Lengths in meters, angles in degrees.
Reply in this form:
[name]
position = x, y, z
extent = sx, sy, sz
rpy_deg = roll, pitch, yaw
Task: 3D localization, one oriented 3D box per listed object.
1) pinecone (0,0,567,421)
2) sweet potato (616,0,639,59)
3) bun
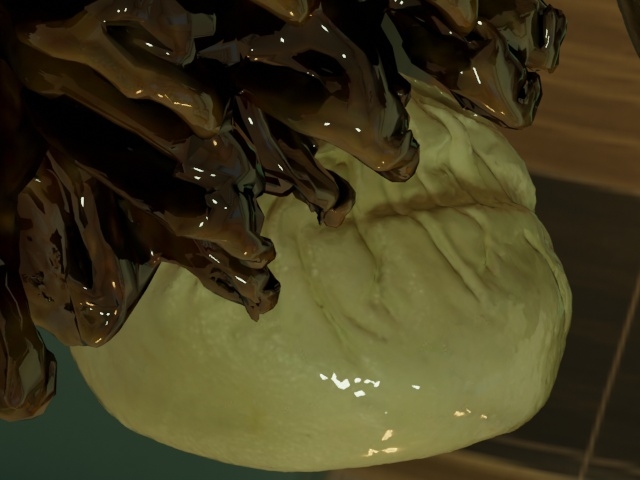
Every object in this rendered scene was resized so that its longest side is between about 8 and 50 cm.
[pinecone]
position = -0.060, -0.096, 0.395
extent = 0.257, 0.243, 0.243
rpy_deg = -38, 110, -5
[sweet potato]
position = 0.146, -0.135, 0.746
extent = 0.075, 0.075, 0.273
rpy_deg = -27, 90, 27
[bun]
position = 0.000, 0.000, 0.759
extent = 0.229, 0.229, 0.145
rpy_deg = 6, 111, 10
